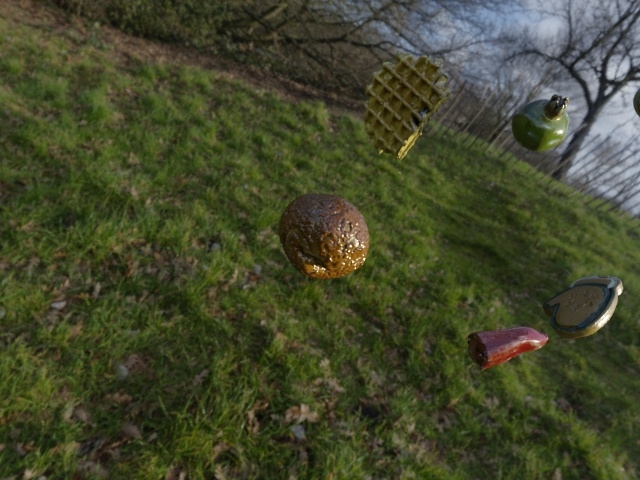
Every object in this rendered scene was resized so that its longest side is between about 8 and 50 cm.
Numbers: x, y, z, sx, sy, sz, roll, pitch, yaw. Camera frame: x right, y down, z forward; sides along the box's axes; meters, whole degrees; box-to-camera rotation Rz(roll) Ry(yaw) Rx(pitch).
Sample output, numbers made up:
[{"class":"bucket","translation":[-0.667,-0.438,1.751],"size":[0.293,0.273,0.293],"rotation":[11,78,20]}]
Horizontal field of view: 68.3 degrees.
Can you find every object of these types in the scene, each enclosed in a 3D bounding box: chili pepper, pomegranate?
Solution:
[{"class":"chili pepper","translation":[0.604,0.323,1.506],"size":[0.136,0.252,0.144],"rotation":[-102,178,-70]},{"class":"pomegranate","translation":[0.733,-0.390,1.569],"size":[0.179,0.179,0.210],"rotation":[43,10,17]}]

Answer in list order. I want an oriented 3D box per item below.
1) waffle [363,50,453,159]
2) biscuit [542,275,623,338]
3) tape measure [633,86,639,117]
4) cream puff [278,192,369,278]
[{"class":"waffle","translation":[0.241,-0.392,1.361],"size":[0.283,0.310,0.065],"rotation":[1,9,37]},{"class":"biscuit","translation":[1.038,0.257,1.907],"size":[0.057,0.343,0.287],"rotation":[54,-27,-13]},{"class":"tape measure","translation":[1.167,-0.461,1.611],"size":[0.196,0.105,0.178],"rotation":[47,-4,8]},{"class":"cream puff","translation":[0.000,0.000,1.422],"size":[0.303,0.303,0.212],"rotation":[37,54,-2]}]
